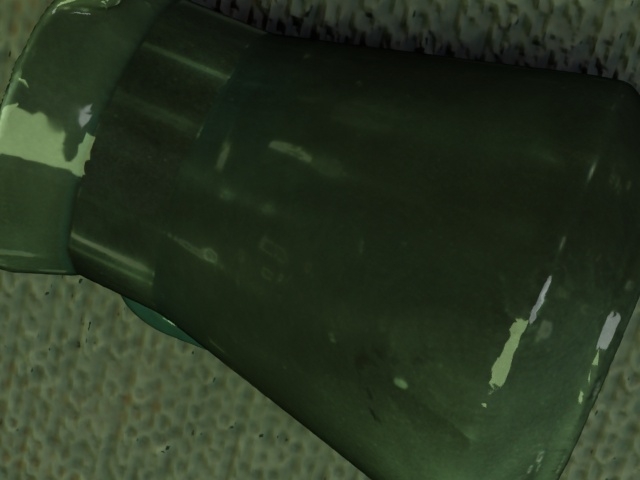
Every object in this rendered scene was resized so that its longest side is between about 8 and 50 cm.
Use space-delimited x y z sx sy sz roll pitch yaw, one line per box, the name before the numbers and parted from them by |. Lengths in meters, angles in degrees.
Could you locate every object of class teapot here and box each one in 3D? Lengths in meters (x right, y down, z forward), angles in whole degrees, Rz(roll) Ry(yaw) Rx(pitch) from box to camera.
teapot | 0.000 0.000 0.664 0.225 0.171 0.203 23 148 8
